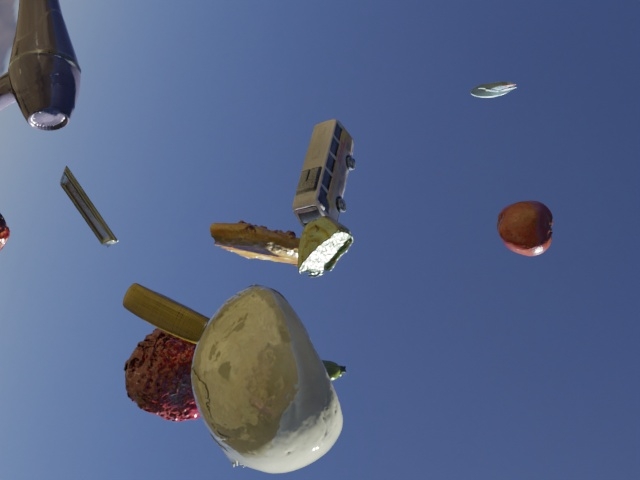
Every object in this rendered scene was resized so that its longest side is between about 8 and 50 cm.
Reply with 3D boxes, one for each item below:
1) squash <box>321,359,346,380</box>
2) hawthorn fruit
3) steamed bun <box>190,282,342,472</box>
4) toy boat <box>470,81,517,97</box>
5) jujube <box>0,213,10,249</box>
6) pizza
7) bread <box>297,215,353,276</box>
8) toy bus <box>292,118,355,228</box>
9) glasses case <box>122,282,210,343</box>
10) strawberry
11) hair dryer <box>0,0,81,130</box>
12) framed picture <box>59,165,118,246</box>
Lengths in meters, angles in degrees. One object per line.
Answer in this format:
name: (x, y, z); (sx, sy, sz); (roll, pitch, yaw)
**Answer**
squash: (-0.047, 0.357, 2.395); (0.069, 0.258, 0.069); (-165, -90, -73)
hawthorn fruit: (0.428, -0.026, 1.785); (0.128, 0.128, 0.128); (-44, -144, 45)
steamed bun: (-0.115, 0.257, 1.526); (0.334, 0.233, 0.312); (60, -10, 16)
toy boat: (0.426, -0.365, 2.017); (0.149, 0.105, 0.034); (-10, -89, 61)
jujube: (-0.666, 0.000, 1.572); (0.176, 0.109, 0.112); (-29, -145, -5)
pizza: (-0.158, 0.006, 2.327); (0.226, 0.335, 0.086); (-11, -110, 64)
bread: (-0.005, 0.003, 2.097); (0.156, 0.103, 0.110); (-45, -125, 18)
toy bus: (0.015, -0.180, 2.370); (0.097, 0.138, 0.342); (-11, -134, 30)
glasses case: (-0.374, 0.181, 2.077); (0.079, 0.234, 0.064); (-65, 170, -4)
strawberry: (-0.364, 0.339, 2.244); (0.220, 0.274, 0.274); (-35, -138, 39)
hair dryer: (-0.593, -0.299, 1.518); (0.361, 0.121, 0.301); (-19, -113, 17)
framed picture: (-0.530, -0.070, 1.929); (0.014, 0.197, 0.252); (-36, -171, -17)
